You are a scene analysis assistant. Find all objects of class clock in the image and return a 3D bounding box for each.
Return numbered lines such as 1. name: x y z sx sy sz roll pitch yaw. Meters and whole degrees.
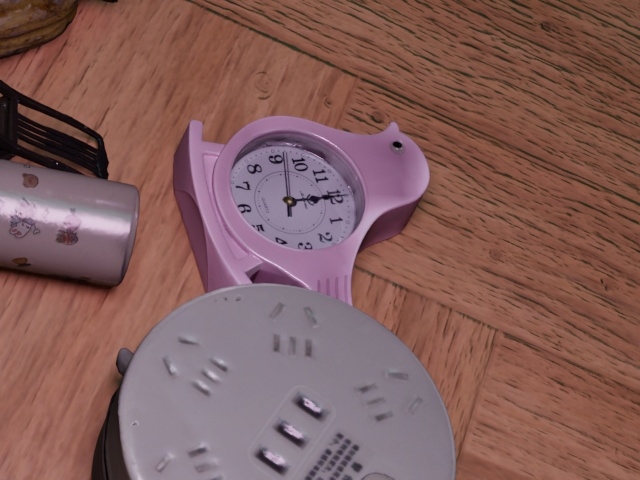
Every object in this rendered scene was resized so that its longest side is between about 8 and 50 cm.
1. clock: 0.000 0.000 2.012 0.275 0.080 0.290 -5 62 -21

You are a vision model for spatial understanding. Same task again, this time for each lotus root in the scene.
1. lotus root: -0.327 -0.280 2.029 0.278 0.154 0.154 -19 67 -29

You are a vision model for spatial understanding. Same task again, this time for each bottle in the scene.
1. bottle: -0.308 -0.024 1.904 0.233 0.110 0.110 10 57 -12

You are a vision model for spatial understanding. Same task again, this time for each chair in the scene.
1. chair: -0.330 -0.102 1.973 0.212 0.101 0.084 32 45 -45

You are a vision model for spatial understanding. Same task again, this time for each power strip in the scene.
1. power strip: -0.057 0.211 1.810 0.358 0.161 0.357 9 57 -14
